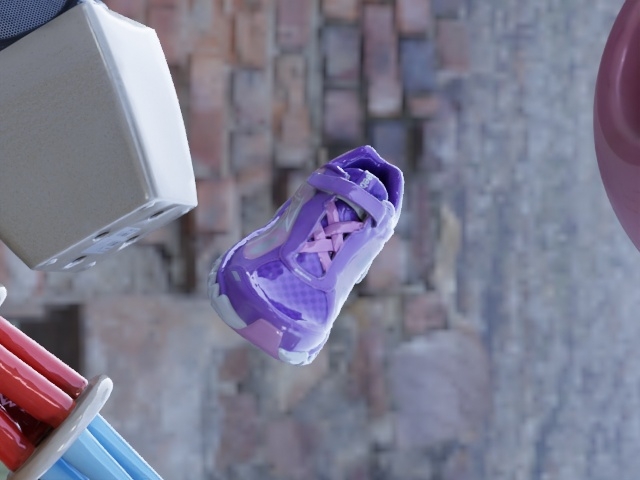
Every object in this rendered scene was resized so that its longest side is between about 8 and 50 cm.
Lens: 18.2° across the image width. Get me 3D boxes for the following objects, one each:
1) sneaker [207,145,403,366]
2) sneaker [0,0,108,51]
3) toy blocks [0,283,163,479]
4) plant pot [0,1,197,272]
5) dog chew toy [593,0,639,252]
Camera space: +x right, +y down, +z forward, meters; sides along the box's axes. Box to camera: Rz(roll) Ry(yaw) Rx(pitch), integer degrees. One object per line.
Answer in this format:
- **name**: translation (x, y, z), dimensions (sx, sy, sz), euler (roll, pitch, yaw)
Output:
- **sneaker**: translation (0.000, 0.000, 1.406), dimensions (0.104, 0.095, 0.236), euler (-49, -178, 29)
- **sneaker**: translation (-0.253, -0.175, 1.163), dimensions (0.153, 0.268, 0.101), euler (89, 20, -46)
- **toy blocks**: translation (-0.134, 0.075, 0.687), dimensions (0.123, 0.148, 0.054), euler (-50, -172, -18)
- **plant pot**: translation (-0.121, -0.043, 0.984), dimensions (0.096, 0.109, 0.109), euler (61, 10, 8)
- **dog chew toy**: translation (0.293, -0.036, 0.947), dimensions (0.206, 0.331, 0.207), euler (-39, -138, 46)
